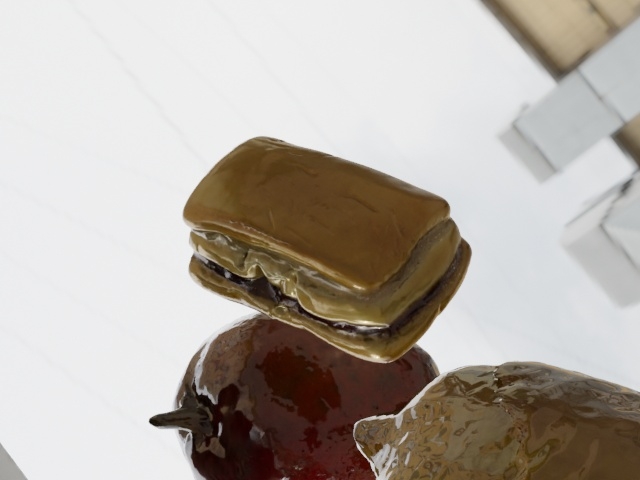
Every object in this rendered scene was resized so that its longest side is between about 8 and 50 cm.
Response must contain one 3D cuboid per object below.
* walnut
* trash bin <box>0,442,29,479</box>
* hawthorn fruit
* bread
[{"bbox_3d":[0.109,0.117,0.528,0.137,0.137,0.245,-12,-145,-44],"label":"walnut"},{"bbox_3d":[-0.312,0.307,1.079,0.296,0.255,0.368,69,-174,-51],"label":"trash bin"},{"bbox_3d":[-0.021,0.143,1.213,0.249,0.215,0.215,11,-125,-27],"label":"hawthorn fruit"},{"bbox_3d":[0.000,0.000,1.011,0.200,0.077,0.116,22,-128,33],"label":"bread"}]
